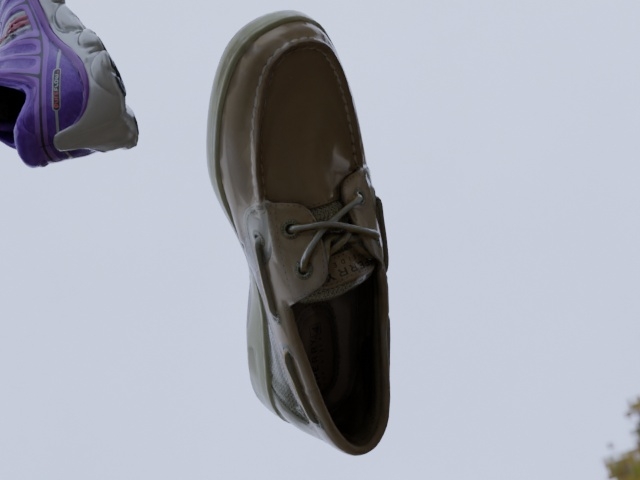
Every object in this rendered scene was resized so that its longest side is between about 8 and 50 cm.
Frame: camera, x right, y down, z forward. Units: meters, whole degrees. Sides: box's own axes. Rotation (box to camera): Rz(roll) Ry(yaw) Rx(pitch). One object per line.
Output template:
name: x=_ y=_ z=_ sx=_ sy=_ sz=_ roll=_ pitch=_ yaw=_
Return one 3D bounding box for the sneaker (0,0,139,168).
sneaker: x=-0.148 y=-0.086 z=0.946 sx=0.071 sy=0.170 sz=0.068 roll=-23 pitch=-59 yaw=-15

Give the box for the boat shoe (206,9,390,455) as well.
boat shoe: x=0.000 y=0.000 z=1.251 sx=0.109 sy=0.098 sz=0.302 roll=-19 pitch=-59 yaw=-26
